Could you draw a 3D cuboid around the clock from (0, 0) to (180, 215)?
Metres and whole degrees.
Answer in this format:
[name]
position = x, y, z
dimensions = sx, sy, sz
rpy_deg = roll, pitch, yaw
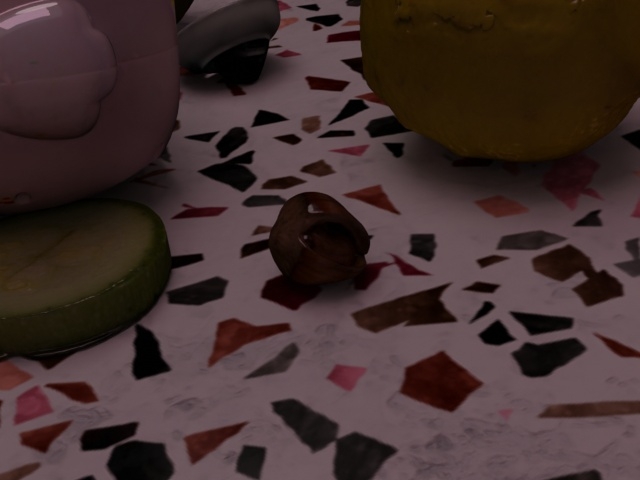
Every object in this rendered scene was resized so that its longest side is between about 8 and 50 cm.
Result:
[clock]
position = -0.330, -0.156, 1.049
dimensions = 0.377, 0.250, 0.368
rpy_deg = -13, 22, -21

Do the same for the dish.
[dish]
position = -0.098, -0.216, 1.300
dimensions = 0.141, 0.078, 0.141
rpy_deg = -24, -3, -2

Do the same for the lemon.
[lemon]
position = 0.172, -0.197, 1.029
dimensions = 0.261, 0.260, 0.284
rpy_deg = -17, 31, -15

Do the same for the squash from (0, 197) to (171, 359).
[squash]
position = -0.235, 0.022, 0.951
dimensions = 0.219, 0.041, 0.219
rpy_deg = -5, 30, 3

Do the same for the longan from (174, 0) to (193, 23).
[longan]
position = -0.279, -0.362, 1.369
dimensions = 0.297, 0.297, 0.297
rpy_deg = -6, 31, 3

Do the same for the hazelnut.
[hazelnut]
position = 0.000, 0.000, 0.907
dimensions = 0.086, 0.086, 0.086
rpy_deg = -6, 31, 3
